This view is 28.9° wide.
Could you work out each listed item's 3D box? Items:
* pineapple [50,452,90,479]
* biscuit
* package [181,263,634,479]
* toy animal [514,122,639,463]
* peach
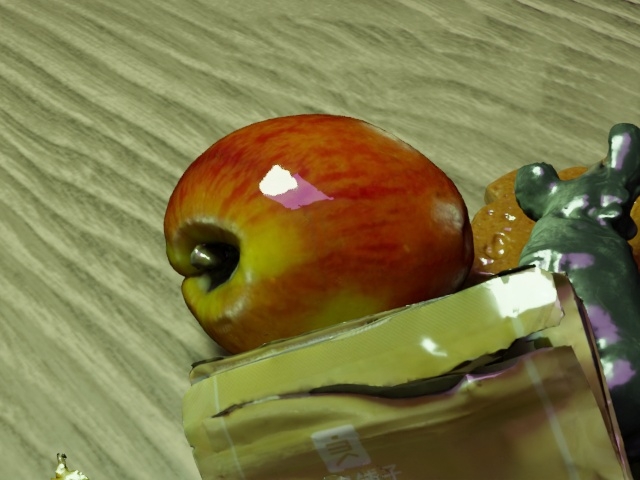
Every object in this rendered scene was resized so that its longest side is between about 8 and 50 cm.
[{"bbox_3d":[-0.176,0.276,0.968,0.233,0.079,0.135,27,53,36],"label":"pineapple"},{"bbox_3d":[0.268,0.026,1.219,0.283,0.043,0.306,-22,43,-17],"label":"biscuit"},{"bbox_3d":[0.059,0.136,0.941,0.311,0.165,0.221,-17,55,15],"label":"package"},{"bbox_3d":[0.225,0.040,1.099,0.168,0.106,0.343,-4,55,13],"label":"toy animal"},{"bbox_3d":[0.000,0.000,1.153,0.280,0.238,0.281,-12,1,0],"label":"peach"}]
